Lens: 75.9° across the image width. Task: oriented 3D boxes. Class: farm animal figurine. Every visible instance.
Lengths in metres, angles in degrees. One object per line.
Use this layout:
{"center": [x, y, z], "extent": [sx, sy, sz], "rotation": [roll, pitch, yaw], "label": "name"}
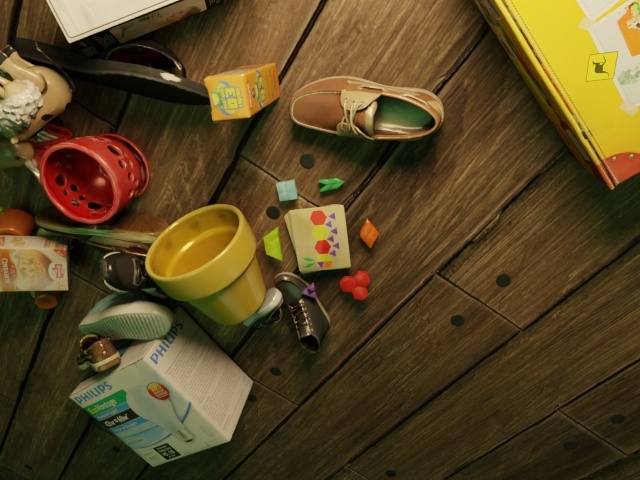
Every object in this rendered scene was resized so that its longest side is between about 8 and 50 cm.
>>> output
{"center": [-0.630, -0.243, 0.834], "extent": [0.326, 0.330, 0.172], "rotation": [-33, 133, 15], "label": "farm animal figurine"}

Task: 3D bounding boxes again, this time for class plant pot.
{"center": [-0.519, -0.159, 0.974], "extent": [0.191, 0.174, 0.191], "rotation": [5, 119, 8], "label": "plant pot"}
{"center": [-0.257, 0.079, 1.026], "extent": [0.254, 0.254, 0.239], "rotation": [-12, 130, 16], "label": "plant pot"}

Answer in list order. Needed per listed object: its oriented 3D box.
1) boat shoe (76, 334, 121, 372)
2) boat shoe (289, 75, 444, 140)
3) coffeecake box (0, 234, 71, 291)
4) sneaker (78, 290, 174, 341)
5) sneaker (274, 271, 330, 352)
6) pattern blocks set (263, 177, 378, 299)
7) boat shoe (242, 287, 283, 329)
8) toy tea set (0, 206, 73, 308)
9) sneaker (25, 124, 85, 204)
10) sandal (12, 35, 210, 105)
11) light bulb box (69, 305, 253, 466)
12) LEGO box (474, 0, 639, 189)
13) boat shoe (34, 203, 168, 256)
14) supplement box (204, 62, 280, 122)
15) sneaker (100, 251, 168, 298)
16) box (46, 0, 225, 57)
{"center": [-0.641, 0.310, 1.173], "extent": [0.257, 0.095, 0.095], "rotation": [-16, 99, 44], "label": "boat shoe"}
{"center": [0.089, -0.264, 0.835], "extent": [0.324, 0.116, 0.123], "rotation": [3, 118, 9], "label": "boat shoe"}
{"center": [-0.788, 0.063, 1.111], "extent": [0.185, 0.068, 0.142], "rotation": [2, 123, -25], "label": "coffeecake box"}
{"center": [-0.539, 0.190, 1.162], "extent": [0.365, 0.150, 0.135], "rotation": [-10, 135, 29], "label": "sneaker"}
{"center": [-0.052, 0.191, 1.107], "extent": [0.083, 0.118, 0.222], "rotation": [-32, 108, 24], "label": "sneaker"}
{"center": [0.000, 0.000, 1.033], "extent": [0.285, 0.026, 0.325], "rotation": [2, 113, 4], "label": "pattern blocks set"}
{"center": [-0.144, 0.200, 1.125], "extent": [0.076, 0.080, 0.228], "rotation": [33, 139, -13], "label": "boat shoe"}
{"center": [-0.839, 0.046, 1.204], "extent": [0.200, 0.124, 0.336], "rotation": [9, 120, -28], "label": "toy tea set"}
{"center": [-0.649, -0.197, 1.031], "extent": [0.128, 0.087, 0.221], "rotation": [-34, 131, 4], "label": "sneaker"}
{"center": [-0.423, -0.378, 0.856], "extent": [0.445, 0.167, 0.107], "rotation": [15, 96, 3], "label": "sandal"}
{"center": [-0.477, 0.458, 1.271], "extent": [0.358, 0.225, 0.361], "rotation": [-29, 110, 23], "label": "light bulb box"}
{"center": [0.493, -0.398, 0.642], "extent": [0.372, 0.193, 0.500], "rotation": [-34, 107, 25], "label": "LEGO box"}
{"center": [-0.577, -0.012, 1.098], "extent": [0.341, 0.123, 0.123], "rotation": [7, 124, -4], "label": "boat shoe"}
{"center": [-0.142, -0.293, 0.796], "extent": [0.080, 0.233, 0.078], "rotation": [0, 118, 11], "label": "supplement box"}
{"center": [-0.430, 0.079, 1.064], "extent": [0.124, 0.283, 0.107], "rotation": [-14, 75, 12], "label": "sneaker"}
{"center": [-0.341, -0.476, 0.739], "extent": [0.290, 0.087, 0.169], "rotation": [-24, 101, -6], "label": "box"}
